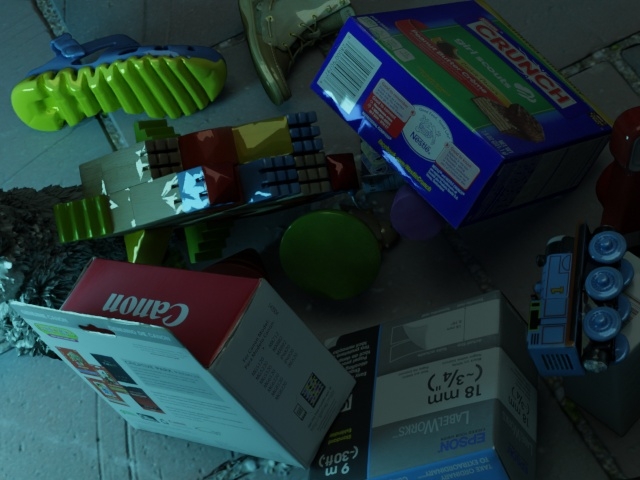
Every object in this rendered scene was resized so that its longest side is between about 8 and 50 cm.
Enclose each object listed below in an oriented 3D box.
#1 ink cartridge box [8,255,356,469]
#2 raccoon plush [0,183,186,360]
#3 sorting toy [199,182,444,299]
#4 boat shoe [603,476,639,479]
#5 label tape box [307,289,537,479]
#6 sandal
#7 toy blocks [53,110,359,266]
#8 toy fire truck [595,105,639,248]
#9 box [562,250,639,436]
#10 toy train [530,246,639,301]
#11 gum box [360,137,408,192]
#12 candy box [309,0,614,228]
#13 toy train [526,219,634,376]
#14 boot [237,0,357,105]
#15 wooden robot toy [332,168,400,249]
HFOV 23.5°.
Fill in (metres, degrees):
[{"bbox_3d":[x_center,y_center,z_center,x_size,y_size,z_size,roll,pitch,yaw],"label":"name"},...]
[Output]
[{"bbox_3d":[-0.163,0.117,1.778,0.309,0.272,0.130,6,56,44],"label":"ink cartridge box"},{"bbox_3d":[-0.340,-0.059,1.992,0.216,0.299,0.446,24,63,27],"label":"raccoon plush"},{"bbox_3d":[0.000,0.000,1.954,0.365,0.127,0.126,-26,24,23],"label":"sorting toy"},{"bbox_3d":[0.401,0.313,1.641,0.500,0.156,0.187,-8,55,9],"label":"boat shoe"},{"bbox_3d":[0.115,0.238,1.729,0.240,0.106,0.334,-18,43,26],"label":"label tape box"},{"bbox_3d":[-0.289,-0.251,2.237,0.317,0.126,0.138,-2,50,10],"label":"sandal"},{"bbox_3d":[-0.103,-0.084,1.912,0.261,0.381,0.191,-14,87,47],"label":"toy blocks"},{"bbox_3d":[0.478,-0.088,1.838,0.302,0.254,0.169,-14,52,-12],"label":"toy fire truck"},{"bbox_3d":[0.351,0.121,1.780,0.130,0.170,0.091,-43,58,-18],"label":"box"},{"bbox_3d":[0.336,0.041,1.927,0.158,0.036,0.027,-22,53,-3],"label":"toy train"},{"bbox_3d":[0.146,-0.146,2.105,0.184,0.041,0.157,-6,53,7],"label":"gum box"},{"bbox_3d":[0.186,-0.167,1.922,0.268,0.122,0.317,45,31,19],"label":"candy box"},{"bbox_3d":[0.283,0.063,1.684,0.105,0.080,0.184,-3,55,20],"label":"toy train"},{"bbox_3d":[-0.023,-0.296,2.234,0.165,0.077,0.213,-16,50,-1],"label":"boot"},{"bbox_3d":[0.063,-0.012,2.027,0.079,0.076,0.173,8,51,-26],"label":"wooden robot toy"}]
